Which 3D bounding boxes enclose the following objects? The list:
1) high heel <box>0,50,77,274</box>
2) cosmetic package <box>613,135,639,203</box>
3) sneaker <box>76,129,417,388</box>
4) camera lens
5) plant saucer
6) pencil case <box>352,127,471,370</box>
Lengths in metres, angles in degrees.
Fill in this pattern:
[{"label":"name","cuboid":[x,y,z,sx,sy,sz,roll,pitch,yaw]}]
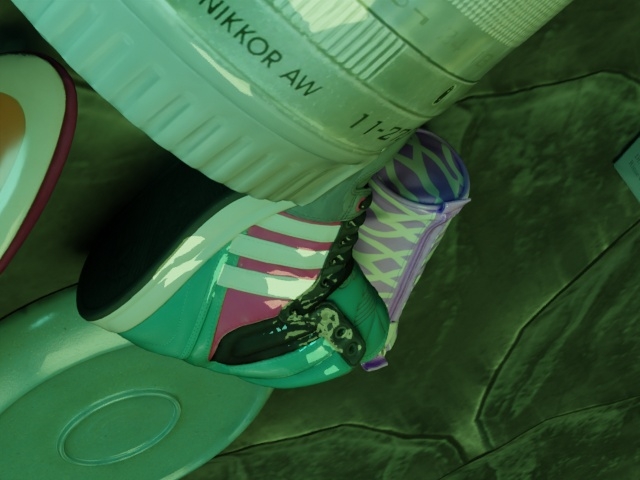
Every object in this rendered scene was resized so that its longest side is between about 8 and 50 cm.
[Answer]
[{"label":"high heel","cuboid":[-0.262,0.026,0.834,0.377,0.127,0.181,-41,175,13]},{"label":"cosmetic package","cuboid":[0.432,-0.106,1.025,0.156,0.217,0.385,4,138,-40]},{"label":"sneaker","cuboid":[0.000,0.000,0.898,0.295,0.123,0.178,-36,130,26]},{"label":"camera lens","cuboid":[0.026,-0.174,0.492,0.274,0.219,0.219,-40,146,18]},{"label":"plant saucer","cuboid":[-0.165,0.136,1.085,0.318,0.043,0.317,-20,148,-13]},{"label":"pencil case","cuboid":[0.045,0.010,1.017,0.086,0.088,0.206,-11,144,-25]}]
